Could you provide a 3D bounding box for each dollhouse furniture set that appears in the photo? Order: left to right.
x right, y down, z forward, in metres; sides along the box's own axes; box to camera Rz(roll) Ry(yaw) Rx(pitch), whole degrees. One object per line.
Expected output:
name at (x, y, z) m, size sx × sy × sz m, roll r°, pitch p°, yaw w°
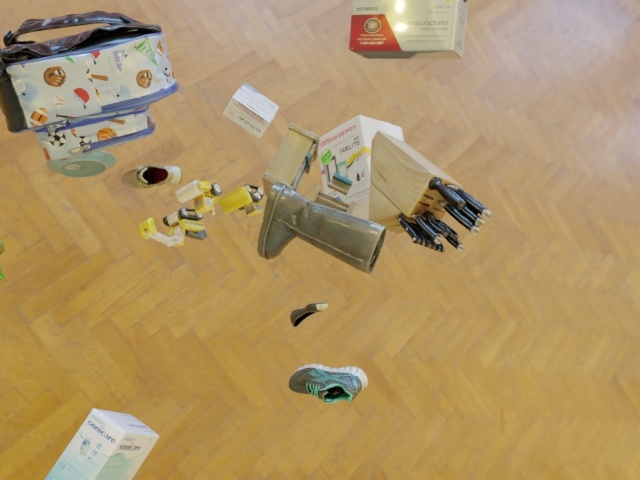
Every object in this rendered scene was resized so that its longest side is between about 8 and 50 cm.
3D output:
dollhouse furniture set at (-0.006, -0.123, 1.190) m, size 0.184 × 0.129 × 0.129 m, roll 25°, pitch 78°, yaw 2°

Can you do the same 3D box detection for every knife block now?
knife block at (0.205, -0.108, 1.114) m, size 0.088 × 0.242 × 0.275 m, roll 18°, pitch 67°, yaw -37°

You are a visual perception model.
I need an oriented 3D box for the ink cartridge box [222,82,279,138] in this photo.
ink cartridge box at (-0.165, -0.305, 1.383) m, size 0.104 × 0.061 × 0.181 m, roll 33°, pitch 21°, yaw -11°

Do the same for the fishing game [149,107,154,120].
fishing game at (-0.508, -0.372, 1.600) m, size 0.041 × 0.264 × 0.189 m, roll -20°, pitch 105°, yaw -31°

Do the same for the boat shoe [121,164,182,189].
boat shoe at (-0.337, -0.127, 1.139) m, size 0.045 × 0.136 × 0.050 m, roll -2°, pitch 87°, yaw -69°

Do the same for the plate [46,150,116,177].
plate at (-0.681, -0.214, 1.670) m, size 0.188 × 0.188 × 0.024 m, roll -4°, pitch 76°, yaw -32°

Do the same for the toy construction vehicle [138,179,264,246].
toy construction vehicle at (-0.104, -0.022, 0.531) m, size 0.098 × 0.086 × 0.035 m, roll 6°, pitch 62°, yaw -67°

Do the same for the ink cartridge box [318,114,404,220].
ink cartridge box at (0.136, -0.205, 1.775) m, size 0.197 × 0.198 × 0.269 m, roll 4°, pitch 71°, yaw -43°

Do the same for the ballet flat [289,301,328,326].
ballet flat at (-0.032, 0.221, 1.774) m, size 0.058 × 0.173 × 0.049 m, roll 5°, pitch 67°, yaw -37°

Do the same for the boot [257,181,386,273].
boot at (-0.001, 0.002, 1.018) m, size 0.209 × 0.189 × 0.076 m, roll 22°, pitch 50°, yaw 6°

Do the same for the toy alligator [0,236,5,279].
toy alligator at (-0.490, -0.028, 0.806) m, size 0.189 × 0.051 × 0.056 m, roll 51°, pitch 33°, yaw 7°

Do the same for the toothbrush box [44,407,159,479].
toothbrush box at (-0.600, 0.617, 1.565) m, size 0.126 × 0.216 × 0.295 m, roll 29°, pitch 78°, yaw 19°

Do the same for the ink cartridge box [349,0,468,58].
ink cartridge box at (0.107, -0.308, 0.689) m, size 0.072 × 0.128 × 0.175 m, roll -20°, pitch 115°, yaw -66°

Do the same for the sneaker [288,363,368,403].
sneaker at (0.006, 0.287, 1.152) m, size 0.076 × 0.167 × 0.064 m, roll -46°, pitch 124°, yaw -61°

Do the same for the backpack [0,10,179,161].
backpack at (-0.363, -0.253, 0.935) m, size 0.264 × 0.276 × 0.213 m, roll -23°, pitch 122°, yaw -10°
